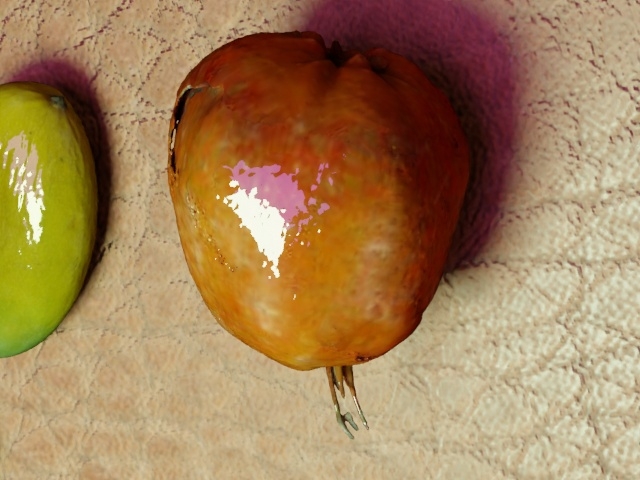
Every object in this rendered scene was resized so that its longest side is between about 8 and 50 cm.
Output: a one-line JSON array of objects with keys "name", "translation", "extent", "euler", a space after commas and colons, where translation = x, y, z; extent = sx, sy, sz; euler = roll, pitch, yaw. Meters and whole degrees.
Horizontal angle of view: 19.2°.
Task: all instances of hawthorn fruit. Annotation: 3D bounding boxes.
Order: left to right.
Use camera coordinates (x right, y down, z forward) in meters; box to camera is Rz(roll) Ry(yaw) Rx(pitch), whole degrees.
[{"name": "hawthorn fruit", "translation": [0.000, 0.000, 1.328], "extent": [0.211, 0.211, 0.299], "euler": [4, 106, 29]}]

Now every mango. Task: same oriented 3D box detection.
[{"name": "mango", "translation": [-0.241, -0.012, 1.531], "extent": [0.137, 0.091, 0.237], "euler": [10, 111, 33]}]
